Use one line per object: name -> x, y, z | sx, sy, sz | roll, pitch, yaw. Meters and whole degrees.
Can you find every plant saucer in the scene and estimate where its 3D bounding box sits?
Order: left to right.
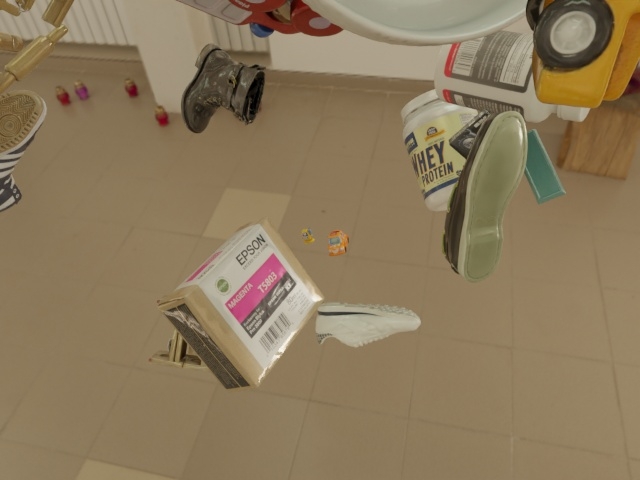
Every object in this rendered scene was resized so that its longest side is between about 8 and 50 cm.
plant saucer -> 0.533, -0.186, 1.314 | 0.067, 0.018, 0.192 | -24, 65, 22

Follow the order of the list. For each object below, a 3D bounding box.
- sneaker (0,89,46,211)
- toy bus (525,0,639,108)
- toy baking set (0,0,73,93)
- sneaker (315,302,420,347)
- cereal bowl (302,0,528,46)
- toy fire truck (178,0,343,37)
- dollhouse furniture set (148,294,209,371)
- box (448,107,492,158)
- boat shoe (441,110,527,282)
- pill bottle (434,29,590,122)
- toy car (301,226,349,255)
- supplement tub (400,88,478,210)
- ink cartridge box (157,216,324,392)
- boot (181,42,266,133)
sneaker -> -0.621, -0.163, 1.044 | 0.099, 0.153, 0.282 | 41, 87, 5
toy bus -> 0.222, -0.255, 0.330 | 0.130, 0.333, 0.108 | 8, 34, 12
toy baking set -> -0.464, -0.306, 0.783 | 0.030, 0.197, 0.256 | 33, 72, 0
sneaker -> 0.105, 0.192, 1.196 | 0.235, 0.090, 0.095 | 2, 88, 13
cereal bowl -> 0.080, -0.347, 0.482 | 0.339, 0.339, 0.141 | -14, 17, -9
toy fire truck -> -0.093, -0.438, 0.910 | 0.302, 0.169, 0.254 | 7, -8, -39
dollhouse furniture set -> -0.261, 0.180, 1.113 | 0.129, 0.184, 0.129 | 9, 92, -2
box -> 0.276, -0.178, 0.924 | 0.067, 0.083, 0.018 | 35, 35, -20
boat shoe -> 0.205, -0.059, 0.696 | 0.081, 0.228, 0.069 | -4, 25, -22
pill bottle -> 0.428, -0.359, 1.167 | 0.318, 0.176, 0.176 | 24, 53, 30
toy car -> 0.000, 0.000, 1.037 | 0.122, 0.040, 0.060 | 1, 36, 35
supplement tub -> 0.389, -0.276, 1.626 | 0.235, 0.235, 0.325 | -15, 80, -10
ink cartridge box -> -0.123, 0.104, 0.905 | 0.088, 0.193, 0.235 | -20, 22, 43
boot -> -0.243, -0.350, 1.341 | 0.091, 0.263, 0.229 | -10, 42, -45
